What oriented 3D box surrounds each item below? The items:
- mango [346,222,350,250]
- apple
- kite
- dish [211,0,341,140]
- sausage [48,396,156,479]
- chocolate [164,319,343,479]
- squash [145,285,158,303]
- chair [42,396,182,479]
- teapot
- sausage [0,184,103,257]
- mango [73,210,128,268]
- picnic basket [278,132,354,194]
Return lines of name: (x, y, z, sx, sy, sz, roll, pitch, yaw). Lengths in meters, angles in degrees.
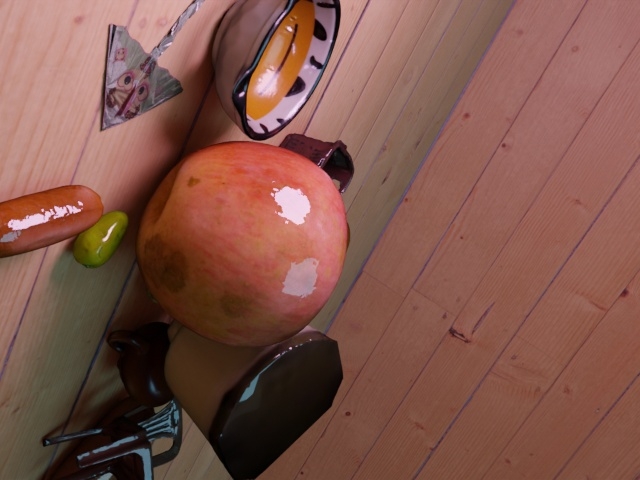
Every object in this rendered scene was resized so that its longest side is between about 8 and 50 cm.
mango: (0.000, 0.000, 2.004, 0.317, 0.173, 0.211, -51, 165, -73)
apple: (-0.139, 0.000, 1.167, 0.364, 0.364, 0.364, -51, 165, -19)
kite: (-0.236, -0.257, 0.965, 0.250, 0.012, 0.229, -56, 167, -4)
dish: (-0.089, -0.309, 1.106, 0.303, 0.120, 0.303, -52, 165, -21)
sausage: (-0.490, 0.485, 1.540, 0.304, 0.121, 0.121, -51, 165, -27)
chocolate: (-0.156, 0.258, 1.405, 0.314, 0.297, 0.326, -38, 140, -22)
squash: (-0.228, 0.025, 1.437, 0.378, 0.101, 0.101, -44, 161, -45)
chair: (-0.384, 0.444, 1.425, 0.326, 0.183, 0.176, -13, 107, -42)
teapot: (-0.374, 0.252, 1.428, 0.252, 0.135, 0.178, 65, 23, -53)
sausage: (-0.372, -0.026, 0.896, 0.197, 0.076, 0.076, -28, 149, -59)
mango: (-0.343, -0.004, 1.073, 0.108, 0.056, 0.073, -53, 171, -24)
picnic basket: (-0.033, -0.149, 1.628, 0.222, 0.129, 0.297, -58, 167, -1)
